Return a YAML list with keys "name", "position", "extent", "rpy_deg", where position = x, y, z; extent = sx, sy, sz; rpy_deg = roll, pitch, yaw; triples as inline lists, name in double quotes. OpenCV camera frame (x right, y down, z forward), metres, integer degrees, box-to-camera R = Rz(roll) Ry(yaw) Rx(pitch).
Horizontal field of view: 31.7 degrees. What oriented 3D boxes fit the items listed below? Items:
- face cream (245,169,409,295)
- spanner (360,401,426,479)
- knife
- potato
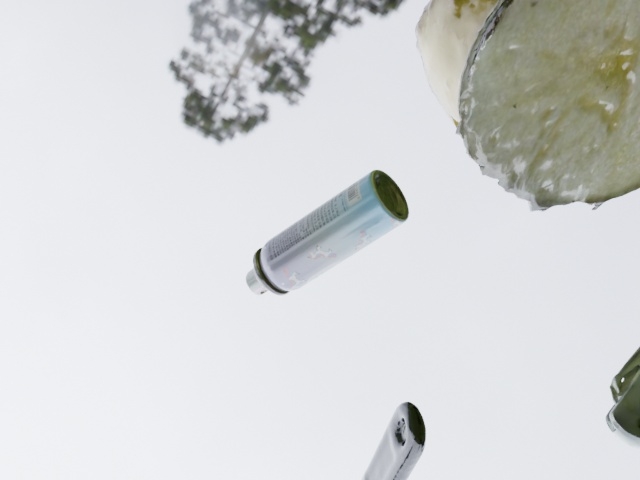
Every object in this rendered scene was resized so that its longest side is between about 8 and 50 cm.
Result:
- name: "face cream"
  position: [0.000, 0.000, 1.396]
  extent: [0.075, 0.229, 0.075]
  rpy_deg: [38, -146, -32]
- name: "spanner"
  position: [0.022, 0.222, 0.870]
  extent: [0.024, 0.316, 0.087]
  rpy_deg: [2, -135, -19]
- name: "knife"
  position: [0.375, 0.096, 1.140]
  extent: [0.073, 0.040, 0.265]
  rpy_deg: [36, -106, 17]
- name: "potato"
  position: [0.216, -0.226, 1.019]
  extent: [0.397, 0.290, 0.296]
  rpy_deg: [-22, -135, -17]
